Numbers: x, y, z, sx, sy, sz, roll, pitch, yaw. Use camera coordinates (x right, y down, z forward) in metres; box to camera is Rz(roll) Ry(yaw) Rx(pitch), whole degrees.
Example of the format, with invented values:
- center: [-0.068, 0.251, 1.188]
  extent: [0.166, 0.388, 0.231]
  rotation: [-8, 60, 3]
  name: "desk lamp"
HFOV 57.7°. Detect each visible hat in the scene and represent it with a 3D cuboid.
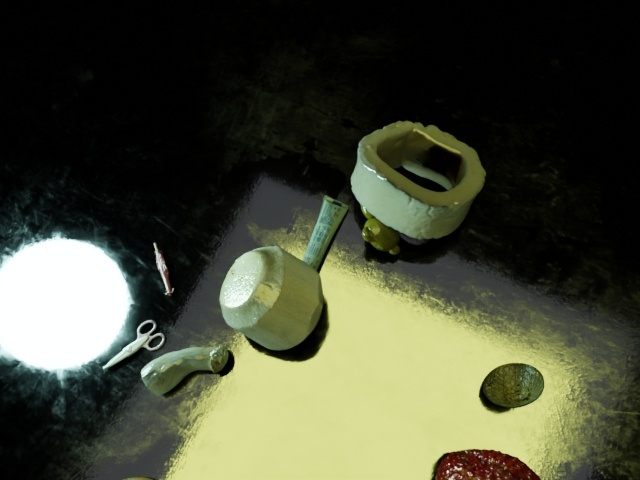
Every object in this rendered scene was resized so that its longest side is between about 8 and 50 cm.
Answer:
- center: [0.478, 0.373, 1.418]
  extent: [0.145, 0.067, 0.146]
  rotation: [-19, 27, 10]
  name: "hat"

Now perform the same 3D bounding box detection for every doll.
- center: [0.164, -0.059, 1.607]
  extent: [0.137, 0.097, 0.210]
  rotation: [21, 51, -20]
  name: "doll"

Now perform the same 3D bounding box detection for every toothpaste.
- center: [-0.001, 0.000, 1.609]
  extent: [0.069, 0.047, 0.269]
  rotation: [13, 68, 27]
  name: "toothpaste"

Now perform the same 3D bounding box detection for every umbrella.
- center: [-0.442, 0.080, 1.631]
  extent: [0.027, 0.025, 0.165]
  rotation: [-14, 70, -20]
  name: "umbrella"

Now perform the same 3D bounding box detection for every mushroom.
- center: [-0.346, 0.323, 1.502]
  extent: [0.223, 0.081, 0.092]
  rotation: [-19, 50, -4]
  name: "mushroom"

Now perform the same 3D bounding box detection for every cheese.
- center: [0.255, -0.170, 1.556]
  extent: [0.332, 0.153, 0.292]
  rotation: [32, 54, 12]
  name: "cheese"

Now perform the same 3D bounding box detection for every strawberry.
- center: [0.364, 0.594, 1.265]
  extent: [0.288, 0.250, 0.239]
  rotation: [39, 111, 39]
  name: "strawberry"

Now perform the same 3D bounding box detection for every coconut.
- center: [-0.108, 0.150, 1.468]
  extent: [0.237, 0.265, 0.238]
  rotation: [-32, 37, 28]
  name: "coconut"

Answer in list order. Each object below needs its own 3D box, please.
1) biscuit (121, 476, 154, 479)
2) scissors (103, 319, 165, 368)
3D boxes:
- center: [-0.449, 0.704, 1.388]
  extent: [0.261, 0.037, 0.262]
  rotation: [-2, 68, 5]
  name: "biscuit"
- center: [-0.506, 0.290, 1.558]
  extent: [0.176, 0.022, 0.085]
  rotation: [-35, 73, -12]
  name: "scissors"
